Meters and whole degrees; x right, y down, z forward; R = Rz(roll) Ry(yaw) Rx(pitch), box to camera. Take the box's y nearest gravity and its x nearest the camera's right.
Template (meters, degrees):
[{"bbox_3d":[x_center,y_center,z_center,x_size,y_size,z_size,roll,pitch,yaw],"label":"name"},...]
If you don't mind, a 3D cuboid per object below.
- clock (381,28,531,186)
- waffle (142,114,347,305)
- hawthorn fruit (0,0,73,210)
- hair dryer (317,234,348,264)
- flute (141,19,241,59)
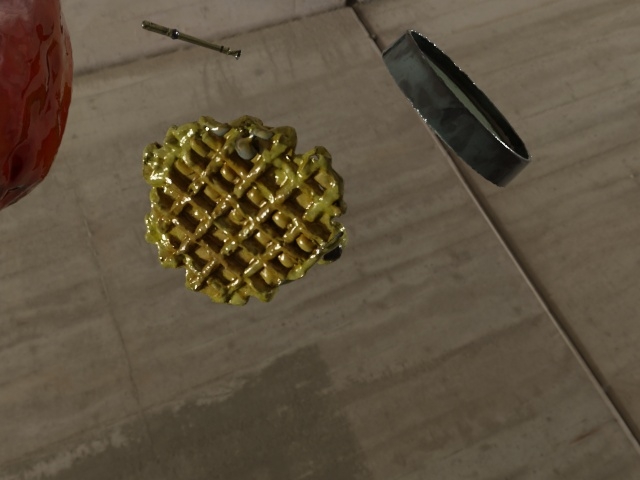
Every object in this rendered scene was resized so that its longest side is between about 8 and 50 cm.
[{"bbox_3d":[0.160,-0.157,0.722,0.042,0.215,0.215,-43,-30,26],"label":"clock"},{"bbox_3d":[-0.099,-0.029,0.769,0.280,0.060,0.262,6,-57,16],"label":"waffle"},{"bbox_3d":[-0.236,-0.090,0.367,0.189,0.252,0.189,-9,6,1],"label":"hawthorn fruit"},{"bbox_3d":[0.000,0.000,1.150,0.090,0.135,0.279,-49,16,1],"label":"hair dryer"},{"bbox_3d":[-0.297,-0.465,1.442,0.232,0.027,0.027,11,-41,-24],"label":"flute"}]
